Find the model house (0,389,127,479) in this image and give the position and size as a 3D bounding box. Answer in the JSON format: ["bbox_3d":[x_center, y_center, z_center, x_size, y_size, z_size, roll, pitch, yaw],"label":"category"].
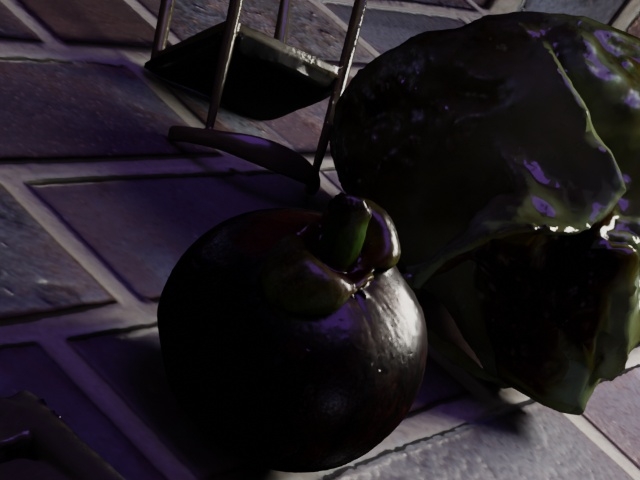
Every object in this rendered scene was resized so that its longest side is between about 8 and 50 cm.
[{"bbox_3d":[-0.189,0.174,0.982,0.188,0.122,0.229,-4,29,-41],"label":"model house"}]

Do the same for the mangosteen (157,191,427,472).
[{"bbox_3d":[-0.013,0.061,1.354,0.216,0.216,0.216,30,22,-13],"label":"mangosteen"}]

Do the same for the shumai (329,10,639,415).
[{"bbox_3d":[0.211,-0.003,1.747,0.395,0.395,0.348,22,48,-30],"label":"shumai"}]

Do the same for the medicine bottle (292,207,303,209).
[{"bbox_3d":[0.000,0.000,1.725,0.083,0.047,0.047,19,27,-38],"label":"medicine bottle"}]

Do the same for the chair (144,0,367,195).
[{"bbox_3d":[-0.073,-0.183,1.874,0.188,0.166,0.272,22,67,-34],"label":"chair"}]
